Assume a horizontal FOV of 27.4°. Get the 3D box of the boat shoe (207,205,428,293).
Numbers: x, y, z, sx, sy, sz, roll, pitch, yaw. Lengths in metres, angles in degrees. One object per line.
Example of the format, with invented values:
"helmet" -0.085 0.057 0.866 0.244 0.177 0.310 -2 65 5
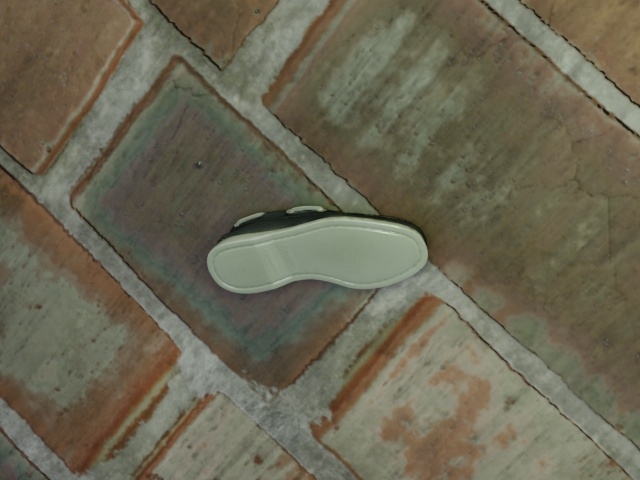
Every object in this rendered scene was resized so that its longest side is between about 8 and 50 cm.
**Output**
"boat shoe" 0.000 0.000 1.708 0.303 0.091 0.114 -1 123 21
